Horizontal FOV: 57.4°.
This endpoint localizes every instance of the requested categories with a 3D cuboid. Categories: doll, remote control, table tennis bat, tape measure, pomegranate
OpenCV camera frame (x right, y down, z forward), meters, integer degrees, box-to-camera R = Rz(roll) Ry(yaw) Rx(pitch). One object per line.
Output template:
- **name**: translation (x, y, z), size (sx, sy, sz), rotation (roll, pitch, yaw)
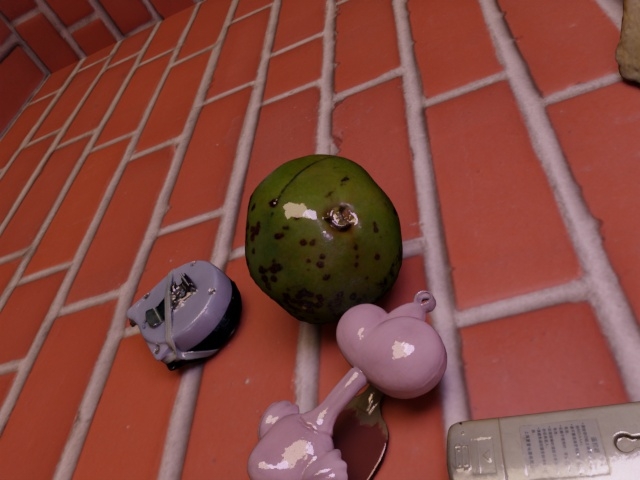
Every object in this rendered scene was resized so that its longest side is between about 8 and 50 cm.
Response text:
- **doll**: translation (0.024, 0.202, 0.729), size (0.365, 0.094, 0.160), rotation (-46, 39, -11)
- **remote control**: translation (0.252, 0.228, 0.619), size (0.234, 0.038, 0.098), rotation (-14, 42, 20)
- **table tennis bat**: translation (0.041, 0.242, 0.763), size (0.131, 0.022, 0.234), rotation (17, 61, 45)
- **tape measure**: translation (-0.229, 0.121, 1.007), size (0.181, 0.107, 0.182), rotation (-49, 38, -10)
- **pomegranate**: translation (0.000, 0.000, 0.885), size (0.254, 0.254, 0.270), rotation (-41, -3, -11)

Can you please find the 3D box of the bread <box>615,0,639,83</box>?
- **bread**: translation (0.619, -0.455, 0.928), size (0.239, 0.264, 0.395), rotation (11, 54, 36)
